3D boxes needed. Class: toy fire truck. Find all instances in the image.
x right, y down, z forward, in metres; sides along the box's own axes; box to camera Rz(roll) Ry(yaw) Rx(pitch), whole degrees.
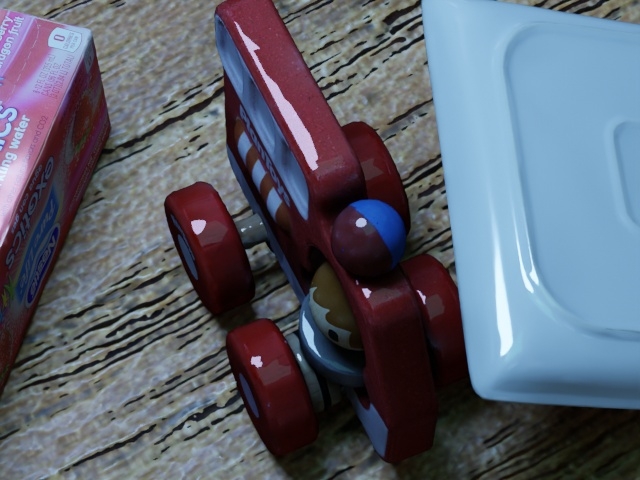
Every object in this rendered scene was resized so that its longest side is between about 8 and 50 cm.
[{"bbox_3d":[0.000,0.000,1.409,0.169,0.254,0.302,-22,64,-10],"label":"toy fire truck"}]

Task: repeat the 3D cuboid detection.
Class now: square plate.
[{"bbox_3d":[0.258,-0.033,1.478,0.347,0.049,0.344,5,59,-19],"label":"square plate"}]

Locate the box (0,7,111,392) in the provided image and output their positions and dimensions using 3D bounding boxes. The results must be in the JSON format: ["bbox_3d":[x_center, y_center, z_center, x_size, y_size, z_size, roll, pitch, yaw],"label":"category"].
[{"bbox_3d":[-0.283,-0.020,1.486,0.154,0.142,0.300,14,63,8],"label":"box"}]
